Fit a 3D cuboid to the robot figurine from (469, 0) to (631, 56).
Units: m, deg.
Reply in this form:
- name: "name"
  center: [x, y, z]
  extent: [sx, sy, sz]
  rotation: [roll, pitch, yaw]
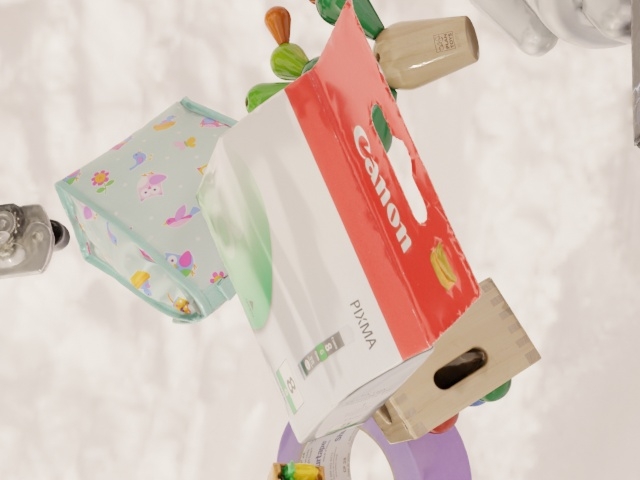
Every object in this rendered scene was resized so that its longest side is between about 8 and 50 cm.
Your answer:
- name: "robot figurine"
  center: [0.240, -0.316, 1.303]
  extent: [0.199, 0.353, 0.300]
  rotation: [11, 126, -38]

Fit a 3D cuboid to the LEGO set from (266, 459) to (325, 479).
- name: "LEGO set"
  center: [-0.040, 0.236, 0.807]
  extent: [0.287, 0.132, 0.107]
  rotation: [-59, 147, -33]

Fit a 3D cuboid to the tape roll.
- name: "tape roll"
  center: [0.050, 0.235, 1.374]
  extent: [0.080, 0.189, 0.189]
  rotation: [-5, 101, -47]

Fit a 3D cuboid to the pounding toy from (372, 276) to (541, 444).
- name: "pounding toy"
  center: [0.076, 0.131, 1.239]
  extent: [0.094, 0.181, 0.206]
  rotation: [58, -12, 5]

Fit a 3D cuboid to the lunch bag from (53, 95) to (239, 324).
- name: "lunch bag"
  center: [-0.140, -0.027, 1.645]
  extent: [0.223, 0.262, 0.160]
  rotation: [-39, 139, -26]

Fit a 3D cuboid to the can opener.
- name: "can opener"
  center: [-0.406, 0.017, 1.472]
  extent: [0.095, 0.283, 0.076]
  rotation: [45, 38, -76]

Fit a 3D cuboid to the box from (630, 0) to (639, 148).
- name: "box"
  center: [0.314, -0.126, 0.978]
  extent: [0.077, 0.180, 0.147]
  rotation: [127, -29, -62]

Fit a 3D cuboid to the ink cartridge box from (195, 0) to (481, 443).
- name: "ink cartridge box"
  center: [0.000, 0.000, 0.799]
  extent: [0.181, 0.056, 0.225]
  rotation: [67, -20, 17]

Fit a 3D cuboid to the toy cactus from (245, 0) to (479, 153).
- name: "toy cactus"
  center: [0.021, -0.129, 1.011]
  extent: [0.112, 0.180, 0.219]
  rotation: [24, 56, -64]
